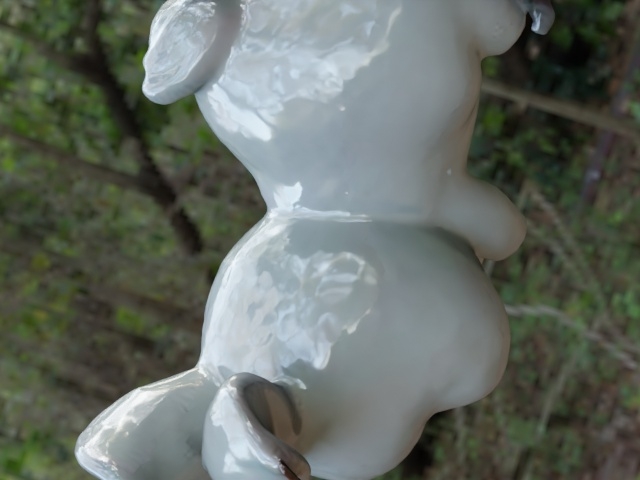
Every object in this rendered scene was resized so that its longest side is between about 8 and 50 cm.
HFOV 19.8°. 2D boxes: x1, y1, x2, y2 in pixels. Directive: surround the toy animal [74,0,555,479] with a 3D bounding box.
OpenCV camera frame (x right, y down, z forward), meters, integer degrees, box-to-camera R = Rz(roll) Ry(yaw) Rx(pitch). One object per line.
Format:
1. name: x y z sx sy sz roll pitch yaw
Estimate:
1. toy animal: 0.007 0.001 0.946 0.183 0.247 0.310 13 95 40
